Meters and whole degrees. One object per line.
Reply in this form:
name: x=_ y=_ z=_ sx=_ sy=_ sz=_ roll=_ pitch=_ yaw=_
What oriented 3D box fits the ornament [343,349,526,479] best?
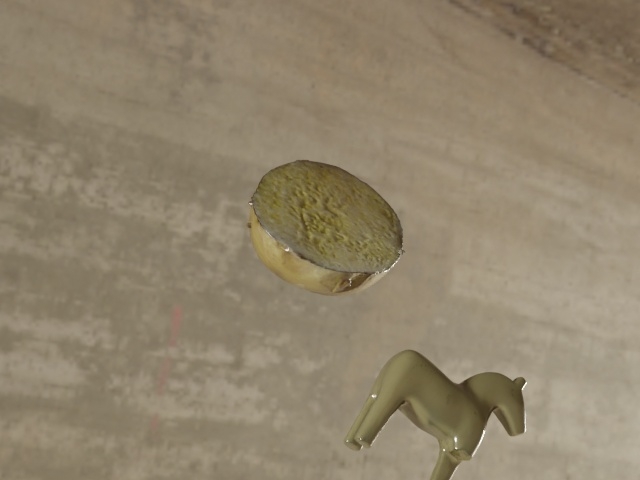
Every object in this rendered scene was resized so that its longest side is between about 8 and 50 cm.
ornament: x=0.177 y=0.242 z=1.554 sx=0.230 sy=0.245 sz=0.061 roll=39 pitch=150 yaw=-10

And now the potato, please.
potato: x=0.000 y=0.000 z=1.680 sx=0.239 sy=0.116 sz=0.299 roll=30 pitch=-148 yaw=7
